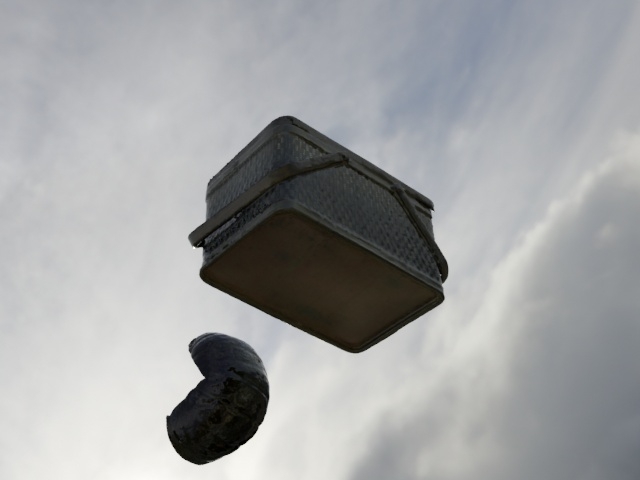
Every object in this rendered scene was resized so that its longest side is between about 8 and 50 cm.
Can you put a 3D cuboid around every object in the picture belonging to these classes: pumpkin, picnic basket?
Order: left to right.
[{"bbox_3d":[-0.125,0.205,1.233,0.108,0.183,0.119,-22,-43,38],"label":"pumpkin"},{"bbox_3d":[0.000,0.000,1.024,0.267,0.139,0.165,28,-48,-30],"label":"picnic basket"}]
